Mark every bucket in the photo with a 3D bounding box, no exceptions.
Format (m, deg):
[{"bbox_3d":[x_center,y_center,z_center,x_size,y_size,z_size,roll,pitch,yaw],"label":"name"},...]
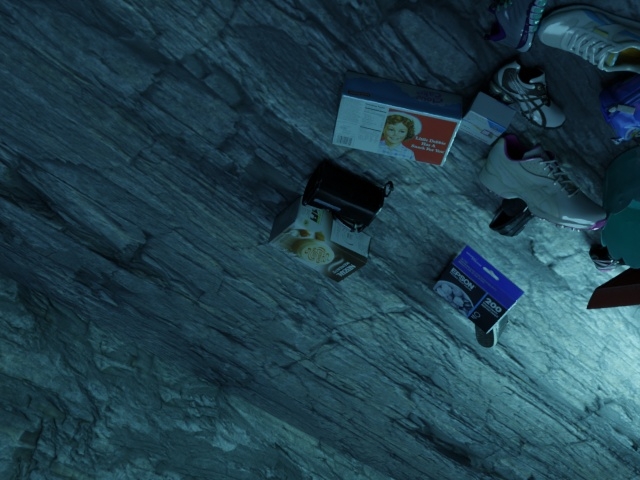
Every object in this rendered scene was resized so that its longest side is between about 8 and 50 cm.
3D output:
[{"bbox_3d":[0.771,-0.077,1.616,0.281,0.183,0.281,8,143,6],"label":"bucket"}]

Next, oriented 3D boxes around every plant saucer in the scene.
[{"bbox_3d":[0.819,0.091,1.753,0.259,0.259,0.047,-17,95,61],"label":"plant saucer"}]

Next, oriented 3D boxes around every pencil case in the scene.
[{"bbox_3d":[0.684,-0.310,1.383,0.133,0.119,0.306,-13,165,-46],"label":"pencil case"}]

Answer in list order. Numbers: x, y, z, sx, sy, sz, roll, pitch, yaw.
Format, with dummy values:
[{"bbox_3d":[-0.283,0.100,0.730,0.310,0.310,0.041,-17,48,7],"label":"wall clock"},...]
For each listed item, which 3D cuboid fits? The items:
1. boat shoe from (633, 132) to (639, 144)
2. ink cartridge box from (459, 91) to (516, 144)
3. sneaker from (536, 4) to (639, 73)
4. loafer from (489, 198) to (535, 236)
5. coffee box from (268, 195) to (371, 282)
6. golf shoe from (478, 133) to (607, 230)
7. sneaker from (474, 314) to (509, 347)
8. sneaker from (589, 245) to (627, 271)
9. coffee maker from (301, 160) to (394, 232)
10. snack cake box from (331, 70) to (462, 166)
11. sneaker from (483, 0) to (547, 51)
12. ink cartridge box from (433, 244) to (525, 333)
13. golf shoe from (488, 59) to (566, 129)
[{"bbox_3d":[0.723,-0.264,1.477,0.065,0.075,0.206,20,147,-16],"label":"boat shoe"},{"bbox_3d":[0.354,-0.260,1.543,0.089,0.052,0.122,28,173,1],"label":"ink cartridge box"},{"bbox_3d":[0.527,-0.379,1.364,0.229,0.092,0.087,11,144,3],"label":"sneaker"},{"bbox_3d":[0.488,-0.082,1.771,0.078,0.076,0.223,7,147,-10],"label":"loafer"},{"bbox_3d":[0.000,0.000,1.987,0.247,0.098,0.141,29,140,-22],"label":"coffee box"},{"bbox_3d":[0.500,-0.130,1.599,0.306,0.115,0.140,31,130,26],"label":"golf shoe"},{"bbox_3d":[0.510,0.199,2.142,0.083,0.118,0.221,12,119,33],"label":"sneaker"},{"bbox_3d":[0.775,0.028,1.843,0.077,0.072,0.178,38,135,-28],"label":"sneaker"},{"bbox_3d":[0.064,-0.125,1.816,0.178,0.120,0.171,23,118,-17],"label":"coffee maker"},{"bbox_3d":[0.168,-0.270,1.603,0.265,0.089,0.152,12,141,-1],"label":"snack cake box"},{"bbox_3d":[0.367,-0.447,1.331,0.098,0.083,0.223,12,144,8],"label":"sneaker"},{"bbox_3d":[0.441,0.141,2.023,0.206,0.045,0.208,41,144,14],"label":"ink cartridge box"},{"bbox_3d":[0.450,-0.303,1.496,0.198,0.077,0.094,25,140,-19],"label":"golf shoe"}]
